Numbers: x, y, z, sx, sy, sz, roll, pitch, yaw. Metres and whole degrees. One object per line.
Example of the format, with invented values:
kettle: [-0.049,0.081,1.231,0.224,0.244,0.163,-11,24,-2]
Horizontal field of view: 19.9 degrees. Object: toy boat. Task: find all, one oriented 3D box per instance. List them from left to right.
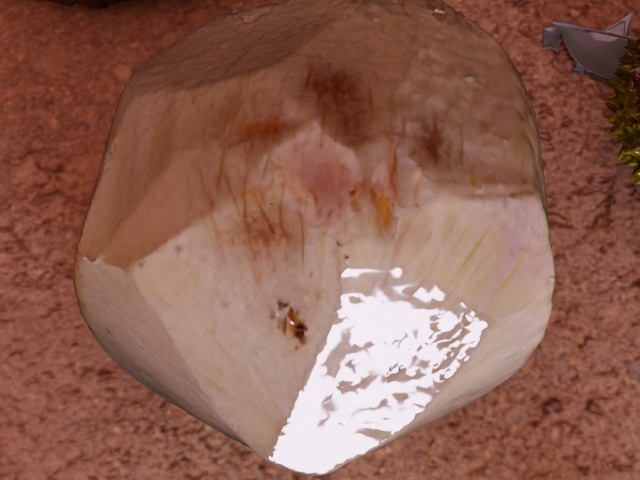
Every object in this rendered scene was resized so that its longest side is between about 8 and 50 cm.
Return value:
toy boat: [0.296,-0.181,1.785,0.149,0.034,0.105,-3,59,-4]

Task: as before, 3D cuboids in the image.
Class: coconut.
coconut: [0.000,0.000,1.483,0.415,0.344,0.415,-24,47,29]

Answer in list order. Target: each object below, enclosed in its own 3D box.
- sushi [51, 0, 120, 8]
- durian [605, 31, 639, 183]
sushi: [-0.189,-0.349,1.785,0.270,0.171,0.237,-2,60,-6]
durian: [0.369,-0.104,1.666,0.200,0.176,0.237,-15,57,-6]
